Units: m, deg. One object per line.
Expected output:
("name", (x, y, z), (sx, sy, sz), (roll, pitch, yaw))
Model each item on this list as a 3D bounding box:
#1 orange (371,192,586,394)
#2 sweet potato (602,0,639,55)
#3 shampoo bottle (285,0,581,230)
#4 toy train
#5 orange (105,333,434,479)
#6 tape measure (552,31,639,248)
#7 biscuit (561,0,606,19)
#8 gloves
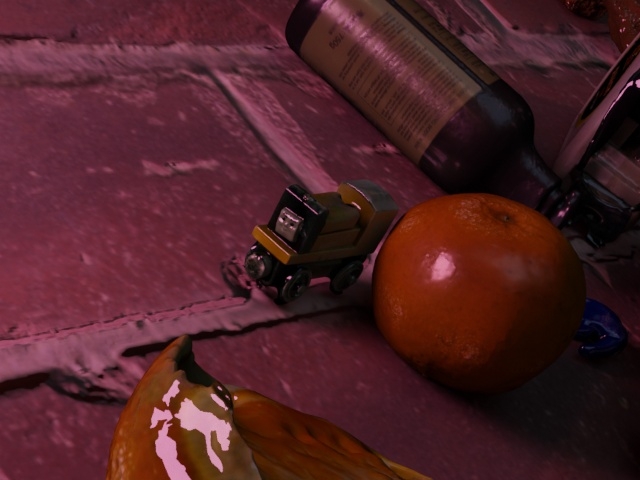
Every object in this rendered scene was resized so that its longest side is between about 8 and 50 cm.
("orange", (0.110, 0.039, 1.370), (0.154, 0.134, 0.155), (11, 21, -4))
("sweet potato", (0.343, -0.217, 2.080), (0.068, 0.060, 0.206), (-12, 64, -35))
("shampoo bottle", (0.100, -0.110, 1.602), (0.284, 0.101, 0.101), (43, 28, 11))
("toy train", (0.000, 0.000, 1.341), (0.050, 0.081, 0.122), (44, 27, 25))
("orange", (0.011, 0.189, 0.924), (0.262, 0.196, 0.334), (42, 12, -48))
("tape measure", (0.311, -0.117, 1.754), (0.115, 0.207, 0.235), (39, 25, -2))
("biscuit", (0.259, -0.323, 2.183), (0.064, 0.034, 0.199), (11, 38, -42))
("gloves", (0.207, 0.067, 1.537), (0.086, 0.026, 0.064), (26, 32, -22))
